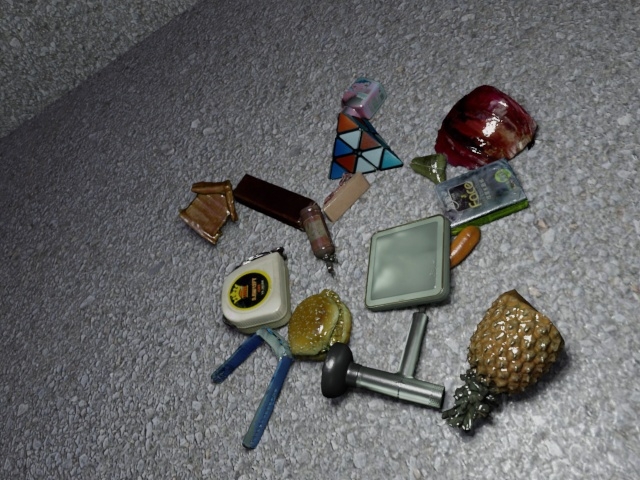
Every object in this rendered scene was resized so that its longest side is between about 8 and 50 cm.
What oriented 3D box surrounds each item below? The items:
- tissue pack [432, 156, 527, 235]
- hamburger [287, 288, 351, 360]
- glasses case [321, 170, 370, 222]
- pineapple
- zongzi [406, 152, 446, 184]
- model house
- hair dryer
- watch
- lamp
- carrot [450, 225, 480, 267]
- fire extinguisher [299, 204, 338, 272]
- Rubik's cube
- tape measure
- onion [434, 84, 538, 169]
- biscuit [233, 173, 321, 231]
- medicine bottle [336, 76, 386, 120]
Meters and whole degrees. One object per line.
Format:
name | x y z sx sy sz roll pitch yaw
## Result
tissue pack | 0.474 -0.132 1.590 0.236 0.073 0.173 -21 55 15
hamburger | -0.012 0.245 1.577 0.189 0.122 0.215 -16 51 40
glasses case | 0.068 -0.164 1.818 0.193 0.102 0.070 -46 44 -4
pineapple | 0.418 0.303 1.283 0.362 0.202 0.202 -51 50 5
zongzi | 0.336 -0.213 1.741 0.154 0.062 0.130 -5 80 37
model house | -0.403 -0.132 1.999 0.229 0.220 0.199 -49 6 8
hair dryer | 0.188 0.321 1.474 0.320 0.155 0.284 2 41 16
watch | -0.184 0.422 1.588 0.274 0.068 0.276 -45 51 5
lamp | 0.254 0.067 1.562 0.269 0.047 0.266 -15 55 38
carrot | 0.367 0.055 1.545 0.271 0.062 0.066 -45 83 2
fire extinguisher | -0.005 0.004 1.729 0.075 0.106 0.252 -27 67 20
Rubik's cube | 0.103 -0.318 1.915 0.234 0.284 0.250 -48 21 22
tape measure | -0.216 0.168 1.749 0.231 0.133 0.271 -14 53 11
onion | 0.499 -0.364 1.682 0.280 0.146 0.314 -43 54 3
biscuit | -0.173 -0.144 1.954 0.388 0.073 0.107 24 74 38
medicine bottle | 0.145 -0.512 1.996 0.119 0.094 0.188 29 77 37
